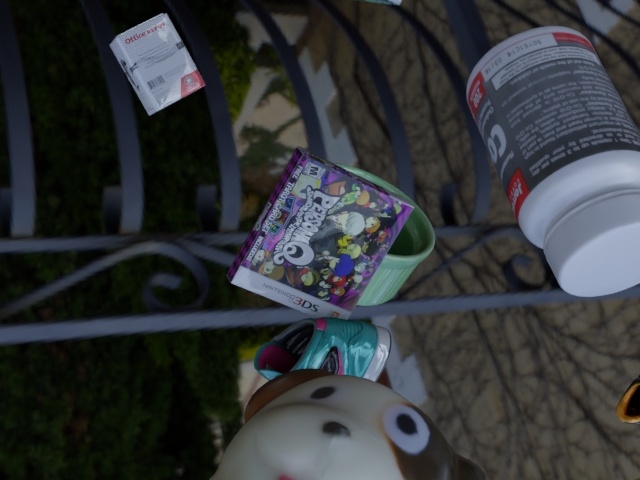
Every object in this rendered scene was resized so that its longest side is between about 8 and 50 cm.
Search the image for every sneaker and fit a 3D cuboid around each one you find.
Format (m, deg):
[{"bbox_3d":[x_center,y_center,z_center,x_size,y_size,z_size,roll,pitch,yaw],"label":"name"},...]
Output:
[{"bbox_3d":[-0.032,0.238,1.590,0.178,0.124,0.296,22,104,-20],"label":"sneaker"},{"bbox_3d":[0.531,0.212,1.555,0.083,0.084,0.215,-7,137,-44],"label":"sneaker"}]

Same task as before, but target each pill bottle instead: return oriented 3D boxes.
[{"bbox_3d":[0.281,-0.090,1.152,0.161,0.283,0.161,-11,146,-7],"label":"pill bottle"}]

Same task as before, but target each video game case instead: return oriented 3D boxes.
[{"bbox_3d":[0.000,0.000,1.575,0.210,0.042,0.232,25,104,-25],"label":"video game case"}]

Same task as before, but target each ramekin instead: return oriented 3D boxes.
[{"bbox_3d":[0.062,-0.009,2.047,0.303,0.303,0.148,4,128,-36],"label":"ramekin"}]

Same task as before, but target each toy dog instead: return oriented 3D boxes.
[{"bbox_3d":[-0.028,0.310,0.856,0.395,0.284,0.408,30,89,-54],"label":"toy dog"}]

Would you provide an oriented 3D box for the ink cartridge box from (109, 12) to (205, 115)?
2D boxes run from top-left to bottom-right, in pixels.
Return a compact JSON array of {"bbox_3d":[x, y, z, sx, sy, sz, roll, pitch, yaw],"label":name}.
[{"bbox_3d":[-0.268,-0.289,1.682,0.099,0.135,0.056,-32,-170,-22],"label":"ink cartridge box"}]

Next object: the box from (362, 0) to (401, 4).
[{"bbox_3d":[-0.056,-0.375,1.280,0.232,0.322,0.059,23,95,-29],"label":"box"}]

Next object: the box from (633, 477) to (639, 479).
[{"bbox_3d":[0.301,0.393,0.971,0.257,0.322,0.079,-13,-163,-25],"label":"box"}]
